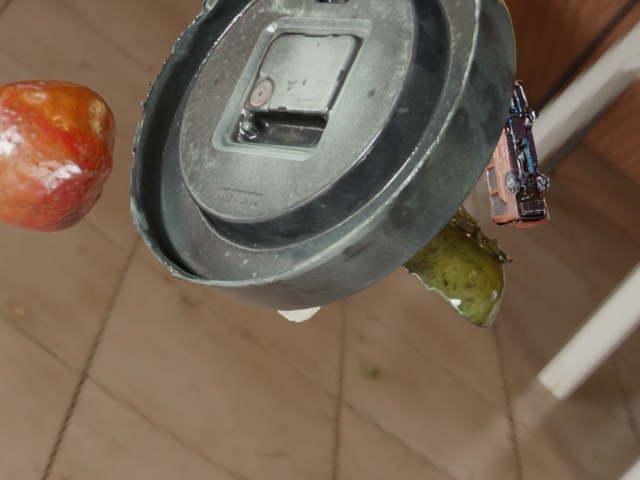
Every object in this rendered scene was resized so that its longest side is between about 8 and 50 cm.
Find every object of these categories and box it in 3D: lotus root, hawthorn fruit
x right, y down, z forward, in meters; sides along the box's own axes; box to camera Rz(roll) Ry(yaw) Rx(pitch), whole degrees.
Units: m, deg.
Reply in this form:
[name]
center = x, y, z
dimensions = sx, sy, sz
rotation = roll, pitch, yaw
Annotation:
[lotus root]
center = 0.138, 0.004, 1.584
dimensions = 0.183, 0.078, 0.203
rotation = 43, 11, -6
[hawthorn fruit]
center = -0.336, -0.103, 1.691
dimensions = 0.200, 0.179, 0.179
rotation = 14, 25, -12

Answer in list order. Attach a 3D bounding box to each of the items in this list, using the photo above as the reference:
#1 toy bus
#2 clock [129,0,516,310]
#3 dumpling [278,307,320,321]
[toy bus]
center = 0.296, -0.133, 2.322
dimensions = 0.073, 0.096, 0.235
rotation = -3, 81, -26
[clock]
center = -0.004, -0.118, 1.305
dimensions = 0.076, 0.386, 0.386
rotation = 36, 17, -43
[dumpling]
center = 0.000, 0.000, 2.144
dimensions = 0.131, 0.252, 0.179
rotation = 44, 13, 35
